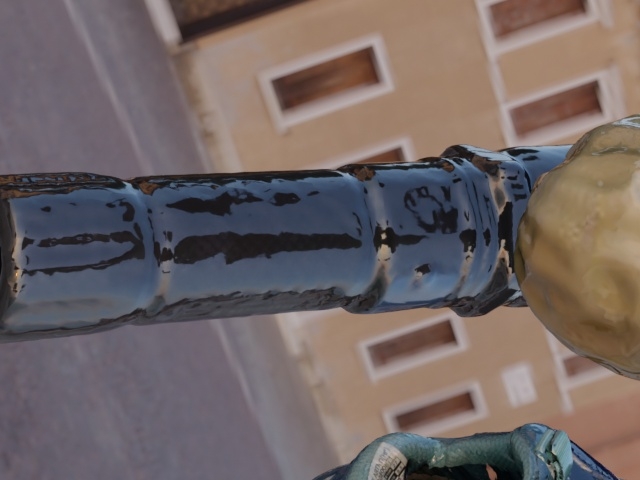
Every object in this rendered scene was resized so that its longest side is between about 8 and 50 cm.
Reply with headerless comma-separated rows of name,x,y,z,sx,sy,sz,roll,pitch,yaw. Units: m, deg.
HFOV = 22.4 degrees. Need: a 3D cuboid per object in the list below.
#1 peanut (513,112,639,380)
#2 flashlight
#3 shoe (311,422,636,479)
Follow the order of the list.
peanut,0.225,0.009,0.708,0.136,0.298,0.120,-111,-151,-67
flashlight,0.000,0.000,0.868,0.103,0.424,0.103,8,-80,56
shoe,0.036,0.088,0.500,0.071,0.143,0.064,43,57,-30
